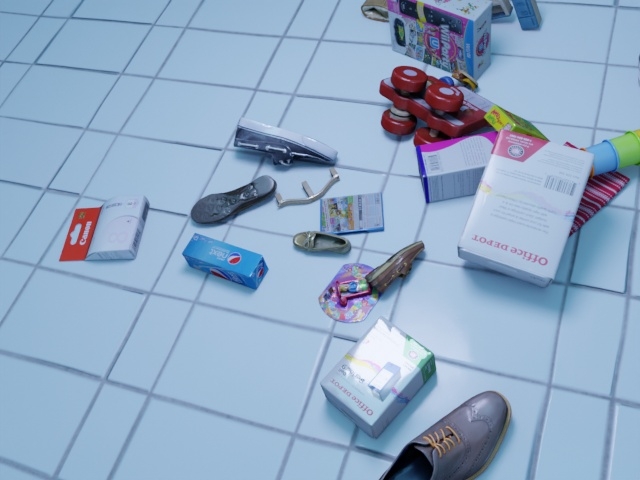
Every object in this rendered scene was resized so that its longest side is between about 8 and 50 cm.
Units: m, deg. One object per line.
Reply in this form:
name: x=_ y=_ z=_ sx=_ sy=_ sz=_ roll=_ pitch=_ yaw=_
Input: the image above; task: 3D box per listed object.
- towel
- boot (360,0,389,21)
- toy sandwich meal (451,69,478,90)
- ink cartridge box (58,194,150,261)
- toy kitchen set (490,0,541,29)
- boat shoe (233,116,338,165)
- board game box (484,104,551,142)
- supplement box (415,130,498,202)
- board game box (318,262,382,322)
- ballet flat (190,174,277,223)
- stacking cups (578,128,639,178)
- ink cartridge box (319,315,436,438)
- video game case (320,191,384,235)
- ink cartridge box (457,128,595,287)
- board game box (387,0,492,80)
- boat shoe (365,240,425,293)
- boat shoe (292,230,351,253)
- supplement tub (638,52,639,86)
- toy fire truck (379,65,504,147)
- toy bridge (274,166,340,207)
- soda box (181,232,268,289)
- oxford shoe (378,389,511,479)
towel: x=0.605 y=-0.123 z=1.780 sx=0.275 sy=0.031 sz=0.199 roll=-39 pitch=57 yaw=-15
boot: x=0.293 y=-0.810 z=2.301 sx=0.236 sy=0.089 sz=0.270 roll=15 pitch=59 yaw=34
toy sandwich meal: x=0.413 y=-0.456 z=2.032 sx=0.029 sy=0.085 sz=0.085 roll=-52 pitch=57 yaw=10
ink cartridge box: x=-0.604 y=-0.034 z=1.969 sx=0.232 sy=0.066 sz=0.189 roll=0 pitch=56 yaw=7
toy kitchen set: x=0.527 y=-0.641 z=2.130 sx=0.207 sy=0.122 sz=0.166 roll=2 pitch=54 yaw=38
boat shoe: x=-0.102 y=-0.256 z=1.991 sx=0.301 sy=0.108 sz=0.102 roll=18 pitch=93 yaw=9
board game box: x=0.508 y=-0.284 z=1.830 sx=0.043 sy=0.181 sz=0.092 roll=-52 pitch=51 yaw=25
supplement box: x=0.365 y=-0.189 z=1.828 sx=0.219 sy=0.114 sz=0.111 roll=-10 pitch=53 yaw=7
board game box: x=0.076 y=0.118 z=1.724 sx=0.133 sy=0.033 sz=0.169 roll=27 pitch=65 yaw=27
ballet flat: x=-0.233 y=-0.107 z=1.944 sx=0.249 sy=0.058 sz=0.084 roll=-25 pitch=75 yaw=2
stacking cups: x=0.681 y=-0.206 z=1.750 sx=0.316 sy=0.096 sz=0.096 roll=-15 pitch=54 yaw=-2
ink cartridge box: x=0.126 y=0.296 z=1.552 sx=0.154 sy=0.093 sz=0.212 roll=35 pitch=71 yaw=30
video game case: x=0.081 y=-0.068 z=1.865 sx=0.166 sy=0.015 sz=0.119 roll=-6 pitch=55 yaw=8
ink cartridge box: x=0.469 y=-0.074 z=1.645 sx=0.226 sy=0.131 sz=0.306 roll=20 pitch=82 yaw=15
board game box: x=0.344 y=-0.619 z=2.065 sx=0.303 sy=0.224 sz=0.097 roll=30 pitch=65 yaw=29
boat shoe: x=0.189 y=0.064 z=1.728 sx=0.178 sy=0.064 sz=0.060 roll=-35 pitch=89 yaw=-22
boat shoe: x=0.000 y=0.002 z=1.806 sx=0.152 sy=0.048 sz=0.056 roll=11 pitch=77 yaw=16
supplement tub: x=0.929 y=-0.507 z=1.827 sx=0.191 sy=0.272 sz=0.191 roll=-6 pitch=55 yaw=8
toy fire truck: x=0.323 y=-0.376 z=1.960 sx=0.253 sy=0.169 sz=0.302 roll=-23 pitch=48 yaw=-37
toy bridge: x=-0.032 y=-0.133 z=1.928 sx=0.188 sy=0.026 sz=0.063 roll=-26 pitch=55 yaw=-6
soda box: x=-0.243 y=0.053 z=1.819 sx=0.210 sy=0.067 sz=0.071 roll=17 pitch=61 yaw=23
oxford shoe: x=0.247 y=0.422 z=1.411 sx=0.363 sy=0.133 sz=0.130 roll=-41 pitch=57 yaw=-17
